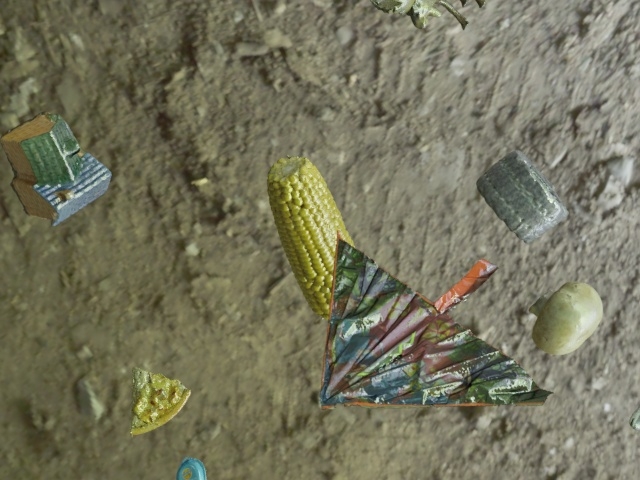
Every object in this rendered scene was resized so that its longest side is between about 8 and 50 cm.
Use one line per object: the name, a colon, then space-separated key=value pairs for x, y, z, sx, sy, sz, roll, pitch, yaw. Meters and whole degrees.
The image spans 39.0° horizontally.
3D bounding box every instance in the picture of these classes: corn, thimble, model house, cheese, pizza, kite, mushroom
corn: x=-0.004 y=0.003 z=1.197 sx=0.091 sy=0.091 sz=0.260 roll=24 pitch=145 yaw=43
thimble: x=0.350 y=-0.077 z=1.574 sx=0.098 sy=0.150 sz=0.150 roll=-41 pitch=91 yaw=17
model house: x=-0.505 y=-0.143 z=1.755 sx=0.172 sy=0.166 sz=0.183 roll=17 pitch=136 yaw=48
cheese: x=-0.172 y=0.349 z=1.239 sx=0.047 sy=0.017 sz=0.111 roll=-28 pitch=60 yaw=17
pizza: x=-0.287 y=0.258 z=1.501 sx=0.123 sy=0.026 sz=0.108 roll=-37 pitch=83 yaw=-9
kite: x=0.063 y=0.062 z=0.668 sx=0.232 sy=0.189 sz=0.009 roll=35 pitch=146 yaw=35
mushroom: x=0.497 y=0.154 z=1.845 sx=0.127 sy=0.166 sz=0.166 roll=41 pitch=126 yaw=19

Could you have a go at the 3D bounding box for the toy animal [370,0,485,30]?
toy animal: x=0.176 y=-0.419 z=1.505 sx=0.186 sy=0.214 sz=0.094 roll=25 pitch=137 yaw=-15

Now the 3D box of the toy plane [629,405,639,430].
toy plane: x=0.476 y=0.227 z=1.267 sx=0.058 sy=0.226 sz=0.226 roll=14 pitch=106 yaw=23
